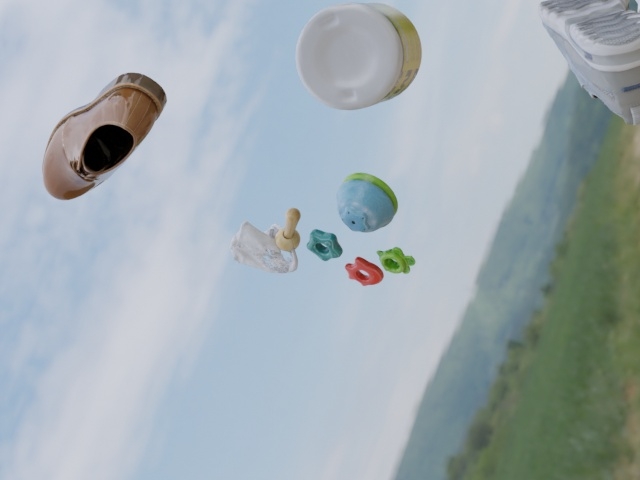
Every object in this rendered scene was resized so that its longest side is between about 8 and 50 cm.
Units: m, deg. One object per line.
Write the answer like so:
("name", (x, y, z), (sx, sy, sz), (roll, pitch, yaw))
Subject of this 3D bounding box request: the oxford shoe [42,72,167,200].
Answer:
("oxford shoe", (-0.232, -0.088, 1.480), (0.212, 0.076, 0.076), (-39, 25, 49))

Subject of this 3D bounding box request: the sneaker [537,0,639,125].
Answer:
("sneaker", (0.306, -0.207, 1.645), (0.281, 0.105, 0.115), (-85, -17, -67))

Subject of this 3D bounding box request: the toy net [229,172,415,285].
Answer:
("toy net", (0.000, 0.000, 1.658), (0.122, 0.232, 0.045), (53, -133, -25))

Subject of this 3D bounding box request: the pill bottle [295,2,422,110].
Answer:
("pill bottle", (0.052, -0.214, 1.700), (0.208, 0.119, 0.119), (-34, -39, -74))

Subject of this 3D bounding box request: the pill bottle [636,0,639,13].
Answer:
("pill bottle", (0.465, -0.361, 1.993), (0.086, 0.086, 0.152), (92, -172, -59))
